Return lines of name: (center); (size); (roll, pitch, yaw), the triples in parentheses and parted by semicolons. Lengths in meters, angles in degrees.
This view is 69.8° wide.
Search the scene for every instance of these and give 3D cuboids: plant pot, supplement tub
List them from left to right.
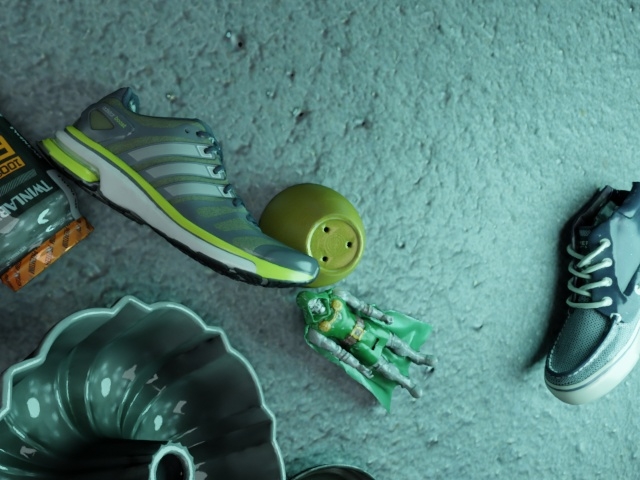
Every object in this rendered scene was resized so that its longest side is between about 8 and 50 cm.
supplement tub: (-0.313, -0.051, 0.418); (0.117, 0.117, 0.190); (-43, 108, -10)
plant pot: (0.000, 0.000, 0.544); (0.134, 0.095, 0.134); (-3, 98, -18)

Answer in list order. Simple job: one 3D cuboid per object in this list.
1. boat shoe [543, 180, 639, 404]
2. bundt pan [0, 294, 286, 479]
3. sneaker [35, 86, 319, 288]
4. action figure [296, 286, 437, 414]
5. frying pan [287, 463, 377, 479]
boat shoe: (0.413, 0.065, 0.692); (0.158, 0.127, 0.340); (44, 74, -12)
bundt pan: (-0.176, 0.227, 0.423); (0.124, 0.331, 0.330); (-26, 108, 24)
sneaker: (-0.124, -0.052, 0.462); (0.300, 0.111, 0.121); (33, 78, -2)
action figure: (0.055, 0.126, 0.584); (0.232, 0.063, 0.137); (36, 73, -29)
frying pan: (0.054, 0.412, 0.639); (0.326, 0.053, 0.197); (25, 88, -22)
